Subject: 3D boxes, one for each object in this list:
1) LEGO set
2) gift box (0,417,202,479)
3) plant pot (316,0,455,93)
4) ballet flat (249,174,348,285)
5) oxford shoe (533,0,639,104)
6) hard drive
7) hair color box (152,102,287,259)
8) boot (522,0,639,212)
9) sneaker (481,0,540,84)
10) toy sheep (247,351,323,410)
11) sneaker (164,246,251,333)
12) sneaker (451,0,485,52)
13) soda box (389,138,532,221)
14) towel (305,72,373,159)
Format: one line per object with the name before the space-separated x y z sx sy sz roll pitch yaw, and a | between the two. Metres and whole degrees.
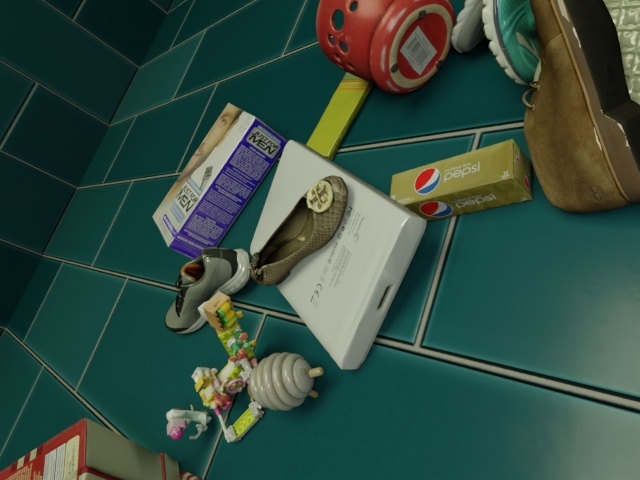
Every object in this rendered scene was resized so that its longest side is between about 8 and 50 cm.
LEGO set | -0.143 0.218 0.759 0.107 0.132 0.287 53 129 44
gift box | -0.327 0.452 0.714 0.276 0.258 0.255 -29 42 5
plant pot | 0.116 -0.355 0.810 0.191 0.191 0.174 -52 53 9
ballet flat | -0.043 -0.008 0.741 0.250 0.058 0.084 -46 48 40
oxford shoe | 0.433 -0.269 0.479 0.449 0.130 0.169 -39 75 40
hard drive | 0.000 0.000 0.771 0.353 0.047 0.233 42 116 50
hair color box | -0.241 -0.137 1.121 0.338 0.110 0.185 -54 38 3
boot | 0.258 -0.175 0.522 0.115 0.112 0.305 -19 89 56
sneaker | 0.264 -0.329 0.595 0.110 0.275 0.107 13 39 42
toy sheep | -0.051 0.203 0.699 0.132 0.091 0.091 -26 48 22
sneaker | -0.250 0.095 0.967 0.271 0.108 0.100 -44 44 32
sneaker | 0.305 -0.368 0.690 0.281 0.115 0.105 -43 4 45
soda box | 0.185 -0.073 0.654 0.181 0.061 0.058 -13 57 42
towel | 0.049 -0.270 0.968 0.102 0.021 0.237 25 85 55
